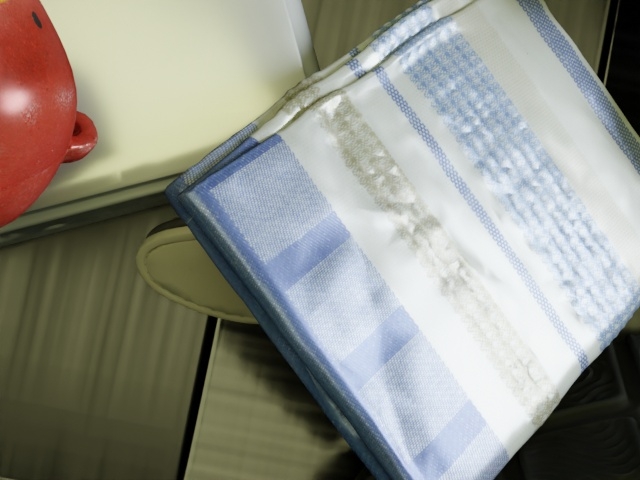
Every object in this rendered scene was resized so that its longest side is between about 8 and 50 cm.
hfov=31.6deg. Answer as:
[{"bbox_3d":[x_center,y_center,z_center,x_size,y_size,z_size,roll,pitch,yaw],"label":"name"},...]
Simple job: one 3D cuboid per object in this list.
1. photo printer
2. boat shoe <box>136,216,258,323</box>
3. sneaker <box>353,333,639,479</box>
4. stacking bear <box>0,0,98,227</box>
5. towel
[{"bbox_3d":[-0.149,-0.162,0.616,0.256,0.107,0.307,-14,87,-4],"label":"photo printer"},{"bbox_3d":[0.000,0.000,0.649,0.206,0.075,0.065,-2,43,1],"label":"boat shoe"},{"bbox_3d":[0.250,0.176,0.588,0.448,0.169,0.257,-16,105,11],"label":"sneaker"},{"bbox_3d":[-0.232,-0.106,0.478,0.289,0.175,0.164,32,117,7],"label":"stacking bear"},{"bbox_3d":[0.074,-0.015,0.584,0.209,0.034,0.285,53,53,-5],"label":"towel"}]
